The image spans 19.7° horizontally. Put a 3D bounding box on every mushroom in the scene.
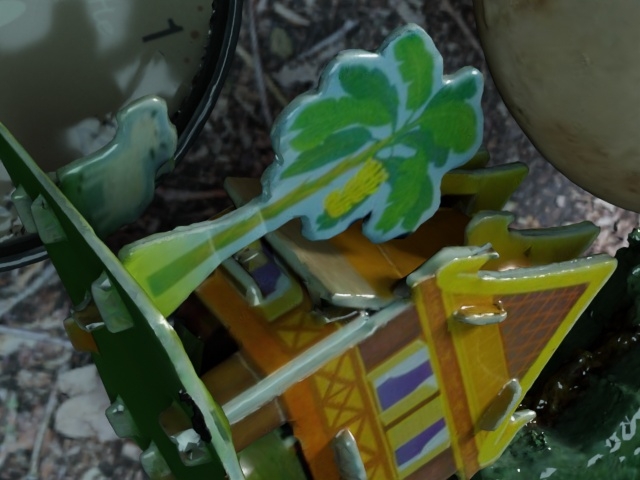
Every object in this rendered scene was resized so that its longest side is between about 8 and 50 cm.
[{"bbox_3d":[0.224,-0.195,1.153,0.362,0.295,0.362,-13,109,-42],"label":"mushroom"}]

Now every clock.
[{"bbox_3d":[-0.233,-0.160,1.117,0.386,0.076,0.386,-4,108,-14],"label":"clock"}]

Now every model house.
[{"bbox_3d":[0.000,0.000,1.108,0.313,0.242,0.357,-35,138,-15],"label":"model house"}]

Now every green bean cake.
[{"bbox_3d":[0.213,0.142,1.289,0.300,0.169,0.307,10,103,-20],"label":"green bean cake"}]
